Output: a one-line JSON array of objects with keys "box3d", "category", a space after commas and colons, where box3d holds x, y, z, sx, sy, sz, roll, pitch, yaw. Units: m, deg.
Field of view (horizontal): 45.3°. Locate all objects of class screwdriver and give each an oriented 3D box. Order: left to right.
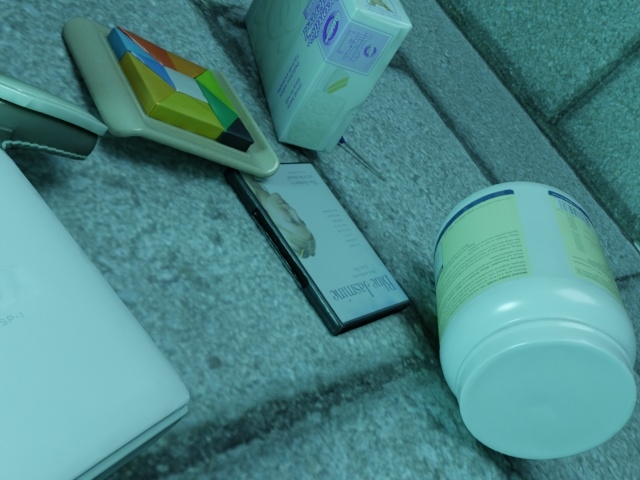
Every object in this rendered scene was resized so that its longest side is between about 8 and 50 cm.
[{"box3d": [0.046, -0.150, 1.256, 0.170, 0.025, 0.024, 45, 27, -20], "category": "screwdriver"}]

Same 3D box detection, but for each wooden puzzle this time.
[{"box3d": [-0.176, -0.181, 0.947, 0.239, 0.044, 0.221, 10, 39, -46], "category": "wooden puzzle"}]

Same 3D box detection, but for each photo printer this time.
[{"box3d": [-0.261, 0.053, 0.500, 0.307, 0.107, 0.256, 51, 29, 8], "category": "photo printer"}]

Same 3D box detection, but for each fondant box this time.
[{"box3d": [-0.005, -0.332, 1.168, 0.096, 0.238, 0.330, 10, 43, -30], "category": "fondant box"}]

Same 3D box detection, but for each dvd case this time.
[{"box3d": [0.000, 0.000, 0.996, 0.253, 0.022, 0.180, 55, 30, 15], "category": "dvd case"}]

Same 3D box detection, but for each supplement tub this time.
[{"box3d": [0.272, 0.095, 1.010, 0.235, 0.235, 0.324, 36, 31, -18], "category": "supplement tub"}]

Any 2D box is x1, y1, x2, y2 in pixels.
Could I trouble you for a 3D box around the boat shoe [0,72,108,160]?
[{"box3d": [-0.326, -0.110, 0.640, 0.305, 0.091, 0.109, 13, 9, -46], "category": "boat shoe"}]
